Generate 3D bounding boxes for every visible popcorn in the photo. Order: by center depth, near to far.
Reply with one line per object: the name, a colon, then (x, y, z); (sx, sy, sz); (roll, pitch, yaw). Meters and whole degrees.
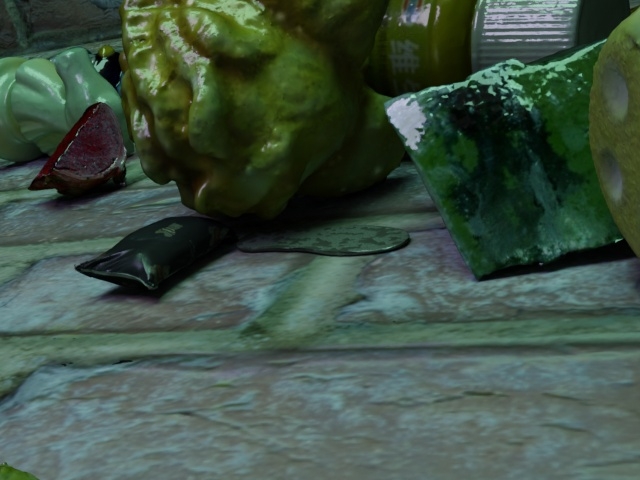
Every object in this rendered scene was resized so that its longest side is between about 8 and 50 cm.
popcorn: (-0.067, -0.183, 1.067); (0.290, 0.321, 0.325); (-21, -4, -44)

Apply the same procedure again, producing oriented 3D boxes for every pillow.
pillow: (-0.156, 0.009, 1.006); (0.090, 0.048, 0.150); (-6, 17, 34)

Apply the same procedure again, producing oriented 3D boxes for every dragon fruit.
dragon fruit: (-0.315, -0.104, 1.397); (0.102, 0.096, 0.147); (-3, 50, 56)

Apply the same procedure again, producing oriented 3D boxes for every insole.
insole: (0.000, 0.000, 0.996); (0.193, 0.006, 0.065); (-1, 22, 33)

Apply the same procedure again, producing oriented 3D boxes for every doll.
doll: (-0.411, -0.294, 1.911); (0.314, 0.141, 0.177); (-4, 24, 15)

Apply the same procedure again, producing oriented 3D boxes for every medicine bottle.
medicine bottle: (0.152, -0.231, 1.218); (0.384, 0.224, 0.224); (6, 26, 34)

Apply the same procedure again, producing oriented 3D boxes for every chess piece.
chess piece: (-0.414, -0.210, 1.613); (0.298, 0.176, 0.175); (4, 25, 39)

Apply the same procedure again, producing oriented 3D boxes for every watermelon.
watermelon: (0.199, -0.105, 0.921); (0.264, 0.151, 0.302); (-20, 16, 3)

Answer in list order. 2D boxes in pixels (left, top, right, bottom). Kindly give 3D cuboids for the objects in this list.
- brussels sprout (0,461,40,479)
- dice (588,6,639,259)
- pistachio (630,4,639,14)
brussels sprout: (-0.191, 0.162, 0.580); (0.085, 0.058, 0.085); (-17, 33, 11)
dice: (0.292, -0.071, 0.692); (0.169, 0.169, 0.166); (-15, 41, -6)
pistachio: (0.430, -0.244, 1.239); (0.210, 0.131, 0.165); (-10, 20, 34)
